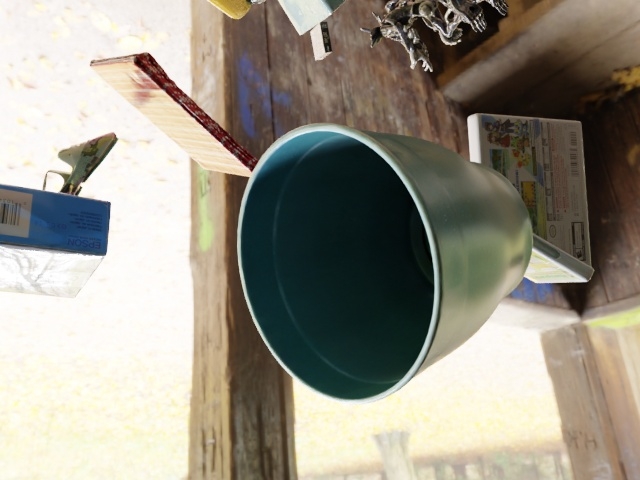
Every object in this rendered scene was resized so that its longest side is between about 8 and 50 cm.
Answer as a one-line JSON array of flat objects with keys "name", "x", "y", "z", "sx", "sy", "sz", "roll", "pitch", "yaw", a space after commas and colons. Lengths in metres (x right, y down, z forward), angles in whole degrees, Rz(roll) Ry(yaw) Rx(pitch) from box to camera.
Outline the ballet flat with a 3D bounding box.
[{"name": "ballet flat", "x": -0.457, "y": -0.117, "z": 1.149, "sx": 0.079, "sy": 0.077, "sz": 0.222, "roll": 31, "pitch": 100, "yaw": -19}]

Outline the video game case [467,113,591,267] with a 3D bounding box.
[{"name": "video game case", "x": 0.440, "y": -0.091, "z": 1.309, "sx": 0.299, "sy": 0.329, "sz": 0.036, "roll": -2, "pitch": 178, "yaw": -28}]

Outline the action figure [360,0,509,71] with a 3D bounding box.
[{"name": "action figure", "x": 0.202, "y": -0.401, "z": 1.181, "sx": 0.275, "sy": 0.164, "sz": 0.141, "roll": 7, "pitch": 139, "yaw": 53}]

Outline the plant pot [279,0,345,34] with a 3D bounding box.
[{"name": "plant pot", "x": -0.012, "y": -0.758, "z": 1.701, "sx": 0.252, "sy": 0.248, "sz": 0.247, "roll": 48, "pitch": 166, "yaw": -17}]

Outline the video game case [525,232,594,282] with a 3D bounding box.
[{"name": "video game case", "x": 0.278, "y": 0.005, "z": 0.938, "sx": 0.193, "sy": 0.023, "sz": 0.212, "roll": 31, "pitch": 177, "yaw": 3}]

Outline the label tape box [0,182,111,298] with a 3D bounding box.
[{"name": "label tape box", "x": -0.527, "y": 0.026, "z": 1.082, "sx": 0.240, "sy": 0.106, "sz": 0.333, "roll": 9, "pitch": 152, "yaw": -31}]

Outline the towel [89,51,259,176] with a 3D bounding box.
[{"name": "towel", "x": -0.226, "y": -0.196, "z": 1.009, "sx": 0.198, "sy": 0.031, "sz": 0.275, "roll": 14, "pitch": 158, "yaw": 50}]

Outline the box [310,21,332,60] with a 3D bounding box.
[{"name": "box", "x": 0.001, "y": -0.445, "z": 1.406, "sx": 0.018, "sy": 0.067, "sz": 0.083, "roll": -12, "pitch": -174, "yaw": -14}]

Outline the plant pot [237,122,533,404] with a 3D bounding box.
[{"name": "plant pot", "x": 0.092, "y": 0.007, "z": 0.692, "sx": 0.255, "sy": 0.272, "sz": 0.271, "roll": -12, "pitch": 166, "yaw": -43}]

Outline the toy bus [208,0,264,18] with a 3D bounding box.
[{"name": "toy bus", "x": -0.055, "y": -0.443, "z": 0.753, "sx": 0.333, "sy": 0.130, "sz": 0.108, "roll": -49, "pitch": 163, "yaw": 14}]
